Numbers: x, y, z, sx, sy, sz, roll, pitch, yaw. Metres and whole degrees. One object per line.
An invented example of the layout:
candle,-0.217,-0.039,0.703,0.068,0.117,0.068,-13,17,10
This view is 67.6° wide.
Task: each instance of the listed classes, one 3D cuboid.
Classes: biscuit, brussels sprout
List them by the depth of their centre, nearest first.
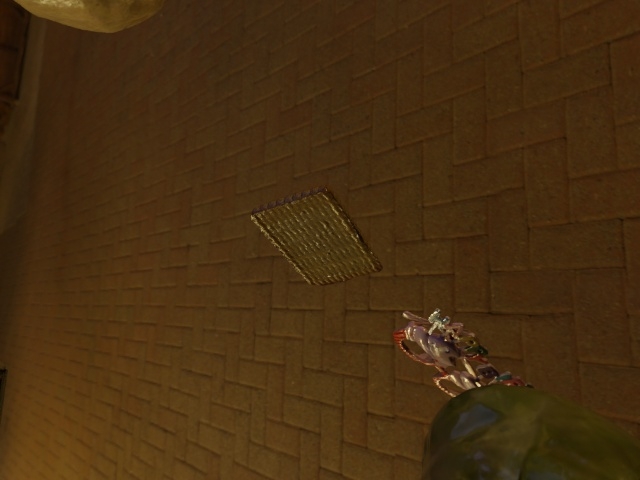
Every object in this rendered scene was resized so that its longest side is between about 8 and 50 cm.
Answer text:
brussels sprout,0.249,0.308,0.540,0.328,0.247,0.327,32,146,26
biscuit,0.000,0.000,0.931,0.172,0.254,0.029,-16,45,23

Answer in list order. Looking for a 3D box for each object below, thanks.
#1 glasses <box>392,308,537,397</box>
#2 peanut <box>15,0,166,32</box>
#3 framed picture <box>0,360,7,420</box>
glasses,0.228,0.172,0.721,0.095,0.255,0.162,-57,21,-23
peanut,-0.134,-0.187,0.254,0.109,0.159,0.140,48,108,18
framed picture,-0.461,0.305,0.638,0.232,0.019,0.295,146,124,-62
